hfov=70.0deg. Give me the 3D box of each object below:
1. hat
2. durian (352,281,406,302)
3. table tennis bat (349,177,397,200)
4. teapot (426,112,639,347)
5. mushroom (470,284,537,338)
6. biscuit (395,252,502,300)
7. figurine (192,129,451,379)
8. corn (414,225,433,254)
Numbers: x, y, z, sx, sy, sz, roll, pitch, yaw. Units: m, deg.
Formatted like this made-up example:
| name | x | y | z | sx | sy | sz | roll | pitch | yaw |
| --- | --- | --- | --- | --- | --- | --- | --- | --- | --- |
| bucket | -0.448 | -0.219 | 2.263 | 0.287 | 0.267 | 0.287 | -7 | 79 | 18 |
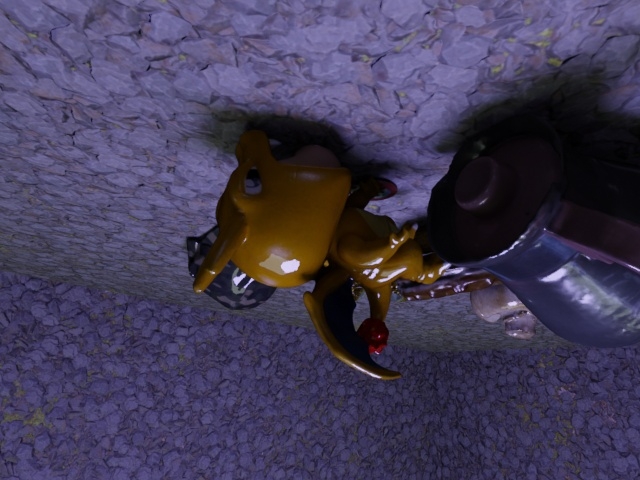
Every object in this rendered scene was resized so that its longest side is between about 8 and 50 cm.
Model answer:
| name | x | y | z | sx | sy | sz | roll | pitch | yaw |
| --- | --- | --- | --- | --- | --- | --- | --- | --- | --- |
| hat | -0.203 | 0.096 | 1.325 | 0.366 | 0.258 | 0.381 | 12 | 179 | -24 |
| durian | 0.155 | 0.113 | 1.341 | 0.193 | 0.138 | 0.237 | 12 | 157 | -26 |
| table tennis bat | 0.082 | -0.108 | 0.919 | 0.154 | 0.019 | 0.098 | 11 | 160 | -23 |
| teapot | 0.374 | -0.004 | 0.672 | 0.361 | 0.306 | 0.376 | 21 | -169 | -21 |
| mushroom | 0.544 | 0.169 | 1.309 | 0.189 | 0.195 | 0.253 | 24 | 151 | -34 |
| biscuit | 0.333 | 0.067 | 1.080 | 0.331 | 0.103 | 0.332 | -13 | 173 | -2 |
| figurine | 0.008 | 0.013 | 0.776 | 0.387 | 0.401 | 0.268 | 18 | 125 | -19 |
| corn | 0.275 | -0.009 | 1.064 | 0.068 | 0.068 | 0.207 | 18 | 157 | -31 |
